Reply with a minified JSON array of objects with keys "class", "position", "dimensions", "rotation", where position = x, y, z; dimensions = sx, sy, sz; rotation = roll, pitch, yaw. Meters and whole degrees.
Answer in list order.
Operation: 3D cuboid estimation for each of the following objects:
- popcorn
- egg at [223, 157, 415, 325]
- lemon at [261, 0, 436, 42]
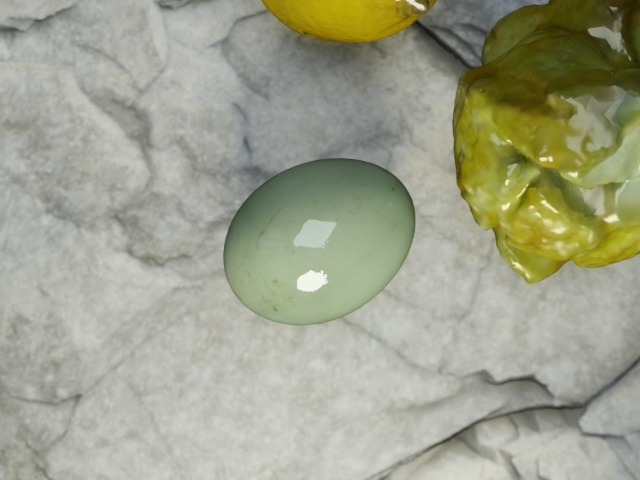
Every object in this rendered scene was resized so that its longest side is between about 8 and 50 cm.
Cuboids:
[{"class":"popcorn","position":[0.241,-0.108,0.794],"dimensions":[0.276,0.225,0.276],"rotation":[18,59,-33]},{"class":"egg","position":[0.000,0.000,0.822],"dimensions":[0.192,0.149,0.149],"rotation":[-25,76,-5]},{"class":"lemon","position":[0.032,-0.324,0.857],"dimensions":[0.228,0.228,0.254],"rotation":[3,70,5]}]
